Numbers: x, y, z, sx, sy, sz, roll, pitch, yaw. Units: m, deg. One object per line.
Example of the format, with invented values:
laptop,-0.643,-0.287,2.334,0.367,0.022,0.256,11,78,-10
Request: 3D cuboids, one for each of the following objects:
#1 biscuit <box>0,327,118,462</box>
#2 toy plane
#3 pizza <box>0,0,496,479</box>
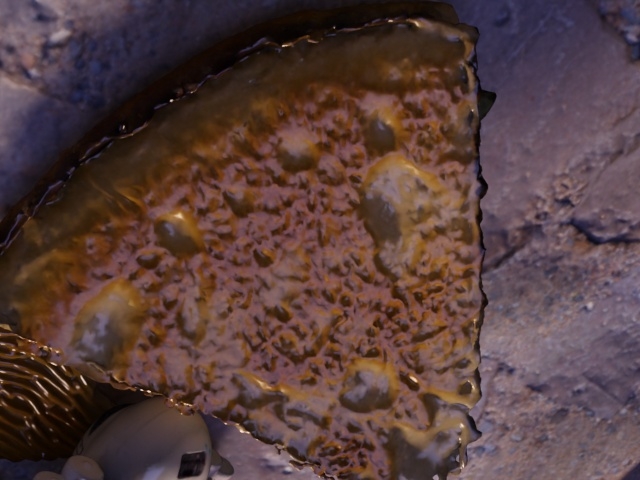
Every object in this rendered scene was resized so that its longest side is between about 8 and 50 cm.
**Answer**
biscuit,-0.263,0.118,0.930,0.228,0.031,0.176,18,112,-24
toy plane,-0.188,0.243,0.940,0.266,0.122,0.267,-33,149,-23
pizza,-0.018,-0.026,0.859,0.434,0.080,0.392,24,98,-11
